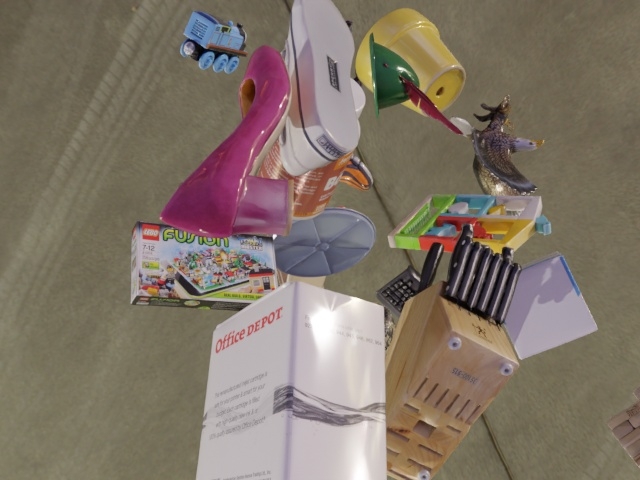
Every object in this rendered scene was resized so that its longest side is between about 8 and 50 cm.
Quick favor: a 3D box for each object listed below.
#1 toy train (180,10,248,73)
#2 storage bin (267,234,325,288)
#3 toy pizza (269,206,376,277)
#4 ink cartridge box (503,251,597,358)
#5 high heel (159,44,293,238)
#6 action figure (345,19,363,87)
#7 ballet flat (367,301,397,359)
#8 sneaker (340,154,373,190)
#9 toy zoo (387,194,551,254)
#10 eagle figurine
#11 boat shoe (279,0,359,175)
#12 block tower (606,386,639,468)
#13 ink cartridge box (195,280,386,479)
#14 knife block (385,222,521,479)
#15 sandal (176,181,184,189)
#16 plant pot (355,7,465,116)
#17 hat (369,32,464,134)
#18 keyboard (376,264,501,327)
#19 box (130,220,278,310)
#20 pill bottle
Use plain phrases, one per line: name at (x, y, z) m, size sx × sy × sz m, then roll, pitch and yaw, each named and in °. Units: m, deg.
toy train at (-0.217, -0.415, 1.379) m, size 0.080 × 0.184 × 0.105 m, roll 37°, pitch 111°, yaw 15°
storage bin at (-0.065, -0.014, 1.807) m, size 0.123 × 0.262 × 0.260 m, roll -11°, pitch 65°, yaw -12°
toy pizza at (0.000, 0.000, 1.177) m, size 0.201 × 0.201 × 0.032 m, roll -18°, pitch 54°, yaw 8°
ink cartridge box at (0.564, 0.157, 1.685) m, size 0.197 × 0.270 × 0.198 m, roll -25°, pitch 84°, yaw 16°
high heel at (-0.091, -0.108, 0.643) m, size 0.117 × 0.082 × 0.244 m, roll 5°, pitch 62°, yaw -14°
action figure at (0.039, -0.516, 1.930) m, size 0.185 × 0.099 × 0.285 m, roll 8°, pitch 81°, yaw -34°
ballet flat at (0.018, 0.336, 1.286) m, size 0.483 × 0.164 × 0.182 m, roll -48°, pitch 122°, yaw -29°
sneaker at (-0.011, -0.208, 1.954) m, size 0.321 × 0.124 × 0.180 m, roll 34°, pitch 68°, yaw 1°
toy zoo at (0.304, -0.035, 1.288) m, size 0.293 × 0.192 × 0.030 m, roll 5°, pitch 122°, yaw 38°
eagle figurine at (0.468, -0.216, 1.704) m, size 0.226 × 0.225 × 0.298 m, roll 16°, pitch 72°, yaw -27°
boat shoe at (-0.013, -0.191, 0.777) m, size 0.088 × 0.096 × 0.267 m, roll -29°, pitch 53°, yaw 33°
block tower at (0.509, 0.342, 0.852) m, size 0.097 × 0.335 × 0.091 m, roll -40°, pitch 120°, yaw 13°
ink cartridge box at (-0.034, 0.203, 0.653) m, size 0.115 × 0.198 × 0.273 m, roll 18°, pitch 60°, yaw -28°
knife block at (0.141, 0.122, 0.803) m, size 0.088 × 0.242 × 0.276 m, roll 28°, pitch 108°, yaw -8°
sandal at (-0.215, -0.013, 1.141) m, size 0.049 × 0.072 × 0.180 m, roll -24°, pitch 103°, yaw -3°
plant pot at (0.267, -0.480, 1.842) m, size 0.254 × 0.254 × 0.239 m, roll -44°, pitch 60°, yaw 7°
hat at (0.205, -0.347, 1.404) m, size 0.183 × 0.173 × 0.208 m, roll -4°, pitch 123°, yaw 8°
keyboard at (0.304, 0.178, 1.554) m, size 0.317 × 0.033 × 0.201 m, roll 42°, pitch 116°, yaw -13°
box at (-0.164, 0.040, 0.940) m, size 0.207 × 0.036 × 0.114 m, roll 6°, pitch 62°, yaw -27°
pill bottle at (-0.014, -0.139, 0.963) m, size 0.121 × 0.121 × 0.216 m, roll 33°, pitch 138°, yaw 5°
